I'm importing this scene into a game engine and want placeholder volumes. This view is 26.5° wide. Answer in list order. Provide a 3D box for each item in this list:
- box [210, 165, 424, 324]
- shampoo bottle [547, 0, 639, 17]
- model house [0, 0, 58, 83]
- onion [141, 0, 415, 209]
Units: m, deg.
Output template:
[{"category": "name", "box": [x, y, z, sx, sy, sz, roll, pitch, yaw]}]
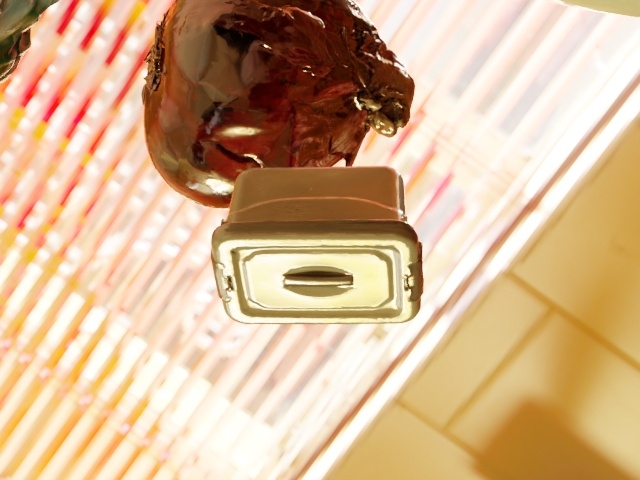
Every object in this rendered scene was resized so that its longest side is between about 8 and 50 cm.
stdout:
[{"category": "box", "box": [0.000, 0.000, 1.126, 0.124, 0.172, 0.093, 85, -173, -49]}, {"category": "shampoo bottle", "box": [0.141, -0.145, 0.366, 0.222, 0.151, 0.349, -36, 21, 1]}, {"category": "model house", "box": [-0.202, -0.344, 0.909, 0.339, 0.360, 0.297, -38, -9, -38]}, {"category": "onion", "box": [-0.067, -0.155, 1.357, 0.281, 0.281, 0.221, -54, 1, 10]}]
